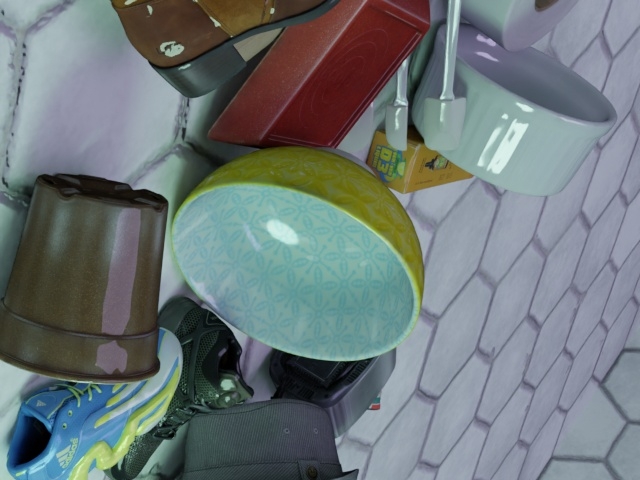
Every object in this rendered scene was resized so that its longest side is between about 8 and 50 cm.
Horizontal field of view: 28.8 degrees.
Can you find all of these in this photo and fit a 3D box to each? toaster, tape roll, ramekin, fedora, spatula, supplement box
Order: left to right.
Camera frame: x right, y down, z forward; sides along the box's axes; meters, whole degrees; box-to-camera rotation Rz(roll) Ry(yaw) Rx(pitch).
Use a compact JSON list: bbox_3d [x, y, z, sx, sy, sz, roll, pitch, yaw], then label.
[{"bbox_3d":[-0.083,0.273,1.619,0.275,0.243,0.124,1,77,-30],"label":"fedora"},{"bbox_3d":[0.019,0.183,1.778,0.227,0.129,0.146,-51,154,-23],"label":"toaster"},{"bbox_3d":[0.107,-0.216,1.583,0.019,0.168,0.242,-91,-179,-55],"label":"spatula"},{"bbox_3d":[0.155,-0.125,1.815,0.233,0.080,0.078,-17,127,-59],"label":"supplement box"},{"bbox_3d":[0.261,-0.180,1.747,0.277,0.277,0.135,-19,140,-56],"label":"ramekin"},{"bbox_3d":[0.307,-0.403,1.716,0.286,0.100,0.286,-43,160,-20],"label":"tape roll"}]

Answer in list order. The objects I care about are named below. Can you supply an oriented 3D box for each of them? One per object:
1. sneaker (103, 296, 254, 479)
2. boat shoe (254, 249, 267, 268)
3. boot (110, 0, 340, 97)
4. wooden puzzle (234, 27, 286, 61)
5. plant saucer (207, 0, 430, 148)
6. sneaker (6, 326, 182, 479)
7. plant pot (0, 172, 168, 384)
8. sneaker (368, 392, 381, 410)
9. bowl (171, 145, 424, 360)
[{"bbox_3d":[-0.164,0.191,1.439,0.228,0.130,0.087,-61,152,-3],"label":"sneaker"},{"bbox_3d":[0.000,0.000,1.614,0.285,0.092,0.103,-21,132,-54],"label":"boat shoe"},{"bbox_3d":[-0.099,-0.292,1.066,0.264,0.096,0.280,-34,136,5],"label":"boot"},{"bbox_3d":[-0.036,-0.365,1.247,0.322,0.080,0.348,-44,152,-36],"label":"wooden puzzle"},{"bbox_3d":[0.017,-0.193,1.421,0.259,0.047,0.258,-52,162,14],"label":"plant saucer"},{"bbox_3d":[-0.241,0.178,1.323,0.240,0.091,0.126,-55,152,-17],"label":"sneaker"},{"bbox_3d":[-0.219,0.029,1.170,0.167,0.167,0.165,-7,110,-61],"label":"plant pot"},{"bbox_3d":[0.055,0.229,1.985,0.161,0.057,0.075,17,81,-63],"label":"sneaker"},{"bbox_3d":[-0.007,-0.014,1.412,0.289,0.289,0.156,84,23,-48],"label":"bowl"}]
